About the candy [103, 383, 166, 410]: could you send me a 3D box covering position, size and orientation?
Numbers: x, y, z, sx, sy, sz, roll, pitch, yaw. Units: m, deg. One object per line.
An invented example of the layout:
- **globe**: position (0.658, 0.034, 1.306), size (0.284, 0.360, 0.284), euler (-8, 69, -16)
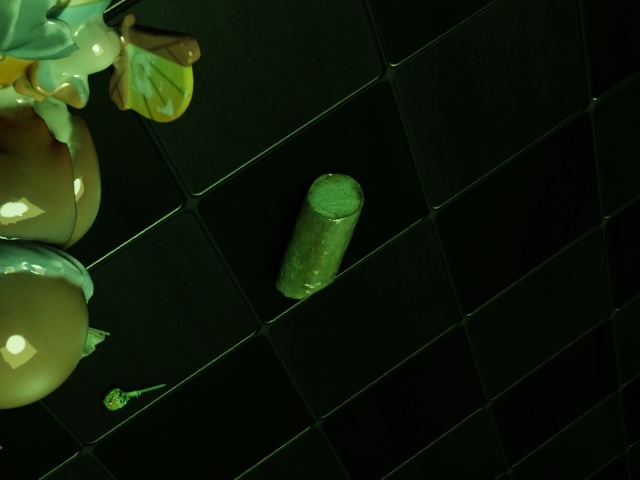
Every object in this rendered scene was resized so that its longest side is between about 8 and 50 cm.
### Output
- **candy**: position (-0.211, 0.176, 1.279), size (0.083, 0.025, 0.023), euler (-8, 175, -45)

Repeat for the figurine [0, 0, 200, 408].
- **figurine**: position (-0.247, -0.095, 0.813), size (0.248, 0.276, 0.388), euler (-49, 162, -50)

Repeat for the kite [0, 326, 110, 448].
- **kite**: position (-0.363, 0.137, 1.119), size (0.323, 0.013, 0.268), euler (-22, 138, -21)

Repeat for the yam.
- **yam**: position (0.000, 0.000, 1.241), size (0.069, 0.070, 0.146), euler (-5, 128, -36)
